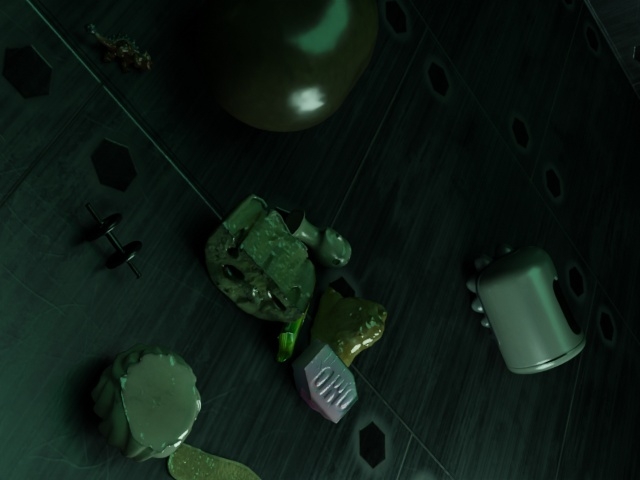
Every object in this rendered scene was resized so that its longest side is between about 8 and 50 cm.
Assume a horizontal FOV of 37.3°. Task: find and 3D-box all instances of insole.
[{"bbox_3d":[-0.166,0.410,1.622,0.248,0.011,0.081,36,52,-37],"label":"insole"}]

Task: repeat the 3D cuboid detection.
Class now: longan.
[{"bbox_3d":[-0.061,-0.378,1.767,0.361,0.360,0.361,21,62,-45],"label":"longan"}]

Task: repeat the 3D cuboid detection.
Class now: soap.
[{"bbox_3d":[0.010,0.275,1.820,0.100,0.056,0.149,-44,115,-16],"label":"soap"}]

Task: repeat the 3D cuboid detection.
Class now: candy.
[{"bbox_3d":[-0.044,0.138,1.808,0.032,0.102,0.178,17,49,5],"label":"candy"}]

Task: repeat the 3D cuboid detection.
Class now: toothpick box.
[{"bbox_3d":[0.498,0.157,2.363,0.229,0.229,0.317,-33,101,-50],"label":"toothpick box"}]

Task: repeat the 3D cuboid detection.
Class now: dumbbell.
[{"bbox_3d":[-0.332,0.001,1.524,0.147,0.069,0.069,58,41,-19],"label":"dumbbell"}]

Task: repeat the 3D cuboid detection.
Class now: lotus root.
[{"bbox_3d":[-0.114,0.038,1.721,0.235,0.138,0.119,54,37,-21],"label":"lotus root"}]

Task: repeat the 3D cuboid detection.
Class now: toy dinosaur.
[{"bbox_3d":[-0.347,-0.332,1.641,0.154,0.049,0.055,29,58,-47],"label":"toy dinosaur"}]

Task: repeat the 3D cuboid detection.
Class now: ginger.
[{"bbox_3d":[0.060,0.198,1.892,0.115,0.122,0.193,42,56,-48],"label":"ginger"}]

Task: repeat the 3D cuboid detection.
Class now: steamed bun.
[{"bbox_3d":[-0.277,0.250,1.475,0.182,0.106,0.183,20,61,-41],"label":"steamed bun"}]

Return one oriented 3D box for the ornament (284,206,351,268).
[{"bbox_3d":[0.000,0.000,1.915,0.156,0.081,0.075,37,37,-31],"label":"ornament"}]
